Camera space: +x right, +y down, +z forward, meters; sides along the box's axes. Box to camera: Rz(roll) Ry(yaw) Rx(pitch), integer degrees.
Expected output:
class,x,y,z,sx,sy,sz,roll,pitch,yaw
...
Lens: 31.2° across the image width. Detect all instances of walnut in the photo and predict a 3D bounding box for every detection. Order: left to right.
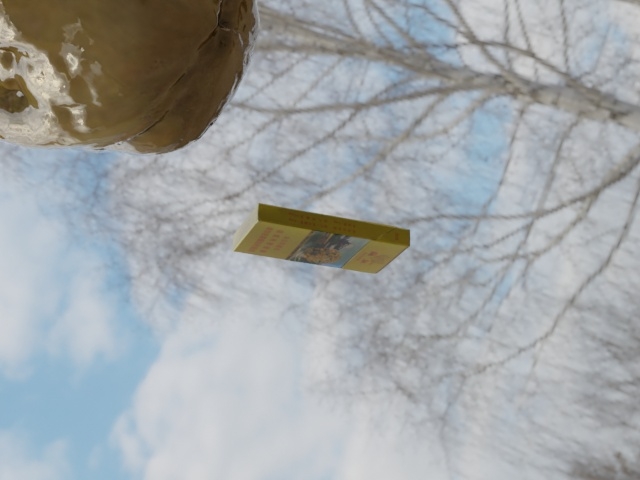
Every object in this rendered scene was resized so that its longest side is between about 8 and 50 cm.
class,x,y,z,sx,sy,sz,roll,pitch,yaw
walnut,-0.105,-0.108,0.513,0.149,0.167,0.166,-64,-27,-12

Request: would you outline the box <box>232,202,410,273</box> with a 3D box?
class,x,y,z,sx,sy,sz,roll,pitch,yaw
box,0.000,0.000,1.118,0.087,0.155,0.023,130,145,-59
